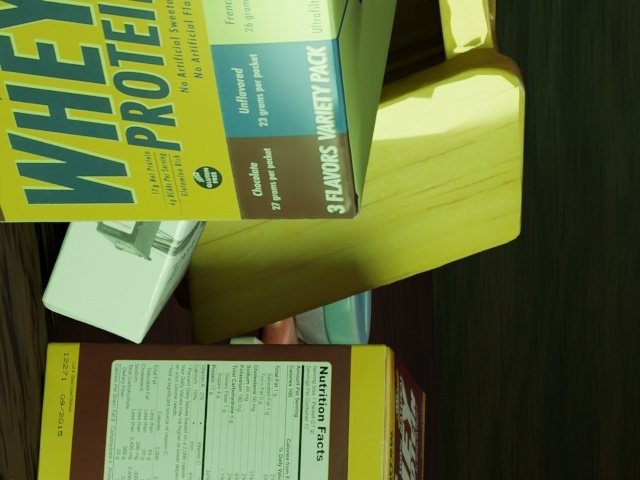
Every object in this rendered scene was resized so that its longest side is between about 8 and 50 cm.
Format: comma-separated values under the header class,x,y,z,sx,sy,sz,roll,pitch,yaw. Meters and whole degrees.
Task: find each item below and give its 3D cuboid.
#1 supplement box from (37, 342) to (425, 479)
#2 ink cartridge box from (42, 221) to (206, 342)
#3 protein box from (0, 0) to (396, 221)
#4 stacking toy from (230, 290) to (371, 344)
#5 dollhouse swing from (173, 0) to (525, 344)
class,x,y,z,sx,sy,sz,roll,pitch,yaw
supplement box,-0.044,0.139,0.897,0.191,0.194,0.129,54,37,-73
ink cartridge box,-0.091,-0.033,0.844,0.109,0.063,0.150,-65,178,-68
protein box,-0.077,-0.120,0.689,0.199,0.201,0.136,-78,164,-51
stacking toy,0.000,0.000,1.350,0.279,0.130,0.308,-73,160,-61
dollhouse swing,-0.006,-0.177,1.013,0.347,0.315,0.305,-84,150,-60
